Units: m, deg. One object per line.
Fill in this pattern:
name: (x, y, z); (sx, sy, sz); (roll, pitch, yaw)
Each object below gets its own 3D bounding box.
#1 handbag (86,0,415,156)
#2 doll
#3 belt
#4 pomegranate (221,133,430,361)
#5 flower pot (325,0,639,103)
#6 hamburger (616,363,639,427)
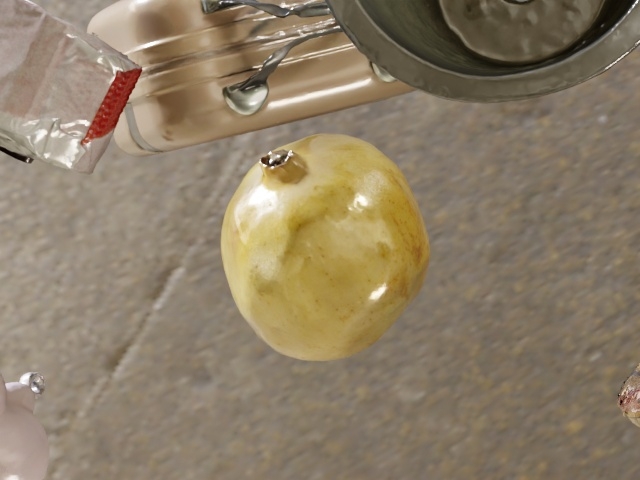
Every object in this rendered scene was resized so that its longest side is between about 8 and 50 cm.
handbag: (-0.035, -0.174, 1.674); (0.283, 0.301, 0.149); (168, 89, -71)
doll: (-0.378, 0.221, 1.790); (0.094, 0.365, 0.160); (-17, 104, 40)
belt: (-0.247, -0.130, 1.524); (0.201, 0.128, 0.124); (28, 92, 21)
pomegranate: (0.005, 0.005, 1.966); (0.233, 0.233, 0.233); (12, 111, 34)
flower pot: (0.135, -0.210, 1.367); (0.269, 0.166, 0.269); (-2, 80, 10)
hamburger: (0.368, 0.104, 1.638); (0.107, 0.231, 0.231); (48, 129, -6)
